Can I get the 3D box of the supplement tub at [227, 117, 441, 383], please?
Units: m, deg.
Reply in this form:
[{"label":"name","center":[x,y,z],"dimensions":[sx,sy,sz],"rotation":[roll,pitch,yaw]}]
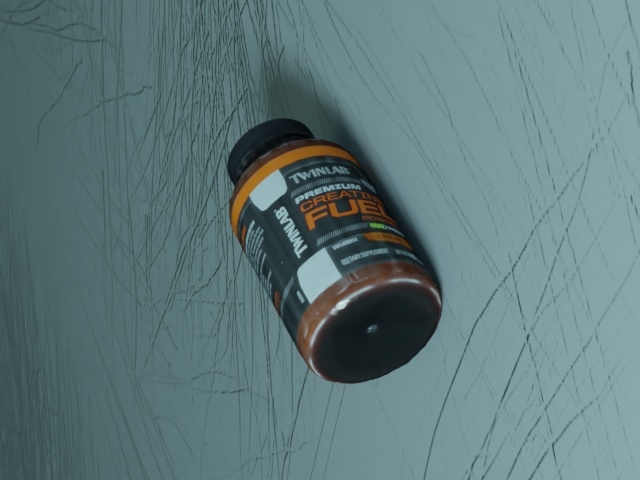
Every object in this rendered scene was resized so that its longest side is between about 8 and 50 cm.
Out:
[{"label":"supplement tub","center":[0.000,0.000,1.261],"dimensions":[0.106,0.106,0.198],"rotation":[103,148,-41]}]
